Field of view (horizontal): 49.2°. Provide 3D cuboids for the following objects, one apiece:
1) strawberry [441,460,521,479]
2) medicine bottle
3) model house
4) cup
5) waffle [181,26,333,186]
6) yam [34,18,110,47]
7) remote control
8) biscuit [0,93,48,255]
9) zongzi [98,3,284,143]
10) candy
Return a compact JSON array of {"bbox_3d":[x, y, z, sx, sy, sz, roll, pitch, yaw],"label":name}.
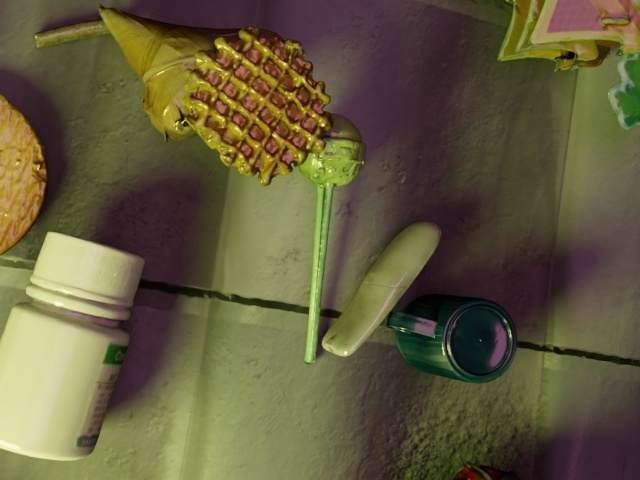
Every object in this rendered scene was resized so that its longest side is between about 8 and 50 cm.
[{"bbox_3d":[0.248,0.446,0.888,0.239,0.250,0.288,-24,119,-22],"label":"strawberry"},{"bbox_3d":[-0.292,0.116,0.799,0.139,0.139,0.236,17,81,-14],"label":"medicine bottle"},{"bbox_3d":[0.423,-0.311,1.019,0.313,0.242,0.357,-38,99,2],"label":"model house"},{"bbox_3d":[0.164,0.132,0.925,0.150,0.138,0.113,-13,90,-16],"label":"cup"},{"bbox_3d":[-0.072,-0.164,0.837,0.191,0.038,0.191,-1,93,-20],"label":"waffle"},{"bbox_3d":[-0.300,-0.264,0.879,0.116,0.021,0.021,-18,92,-15],"label":"yam"},{"bbox_3d":[0.081,0.056,0.933,0.229,0.073,0.044,-49,119,-16],"label":"remote control"},{"bbox_3d":[-0.402,-0.063,0.830,0.145,0.033,0.224,22,84,-12],"label":"biscuit"},{"bbox_3d":[-0.157,-0.246,0.883,0.195,0.099,0.197,-31,91,-15],"label":"zongzi"},{"bbox_3d":[0.000,0.000,0.927,0.093,0.092,0.335,6,93,-7],"label":"candy"}]
